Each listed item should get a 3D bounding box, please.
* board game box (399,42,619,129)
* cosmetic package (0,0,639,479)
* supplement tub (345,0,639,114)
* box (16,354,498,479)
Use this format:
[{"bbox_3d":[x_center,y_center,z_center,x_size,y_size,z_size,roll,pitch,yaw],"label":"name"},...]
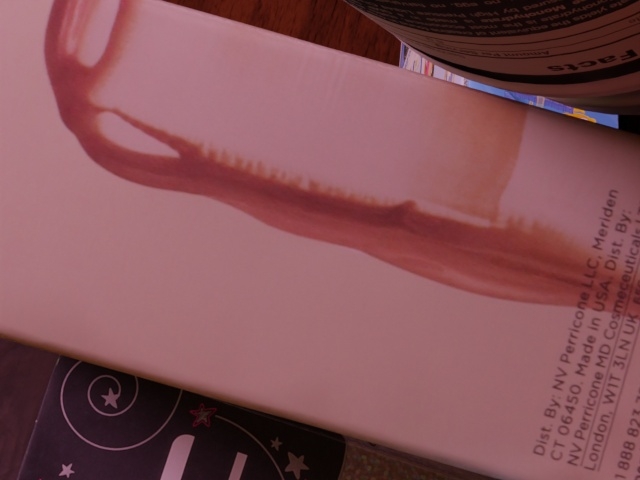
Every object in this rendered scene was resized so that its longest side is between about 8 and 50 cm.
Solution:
[{"bbox_3d":[0.107,-0.086,0.951,0.308,0.086,0.302,105,172,-65],"label":"board game box"},{"bbox_3d":[0.000,0.000,0.559,0.153,0.296,0.129,159,127,-89],"label":"cosmetic package"},{"bbox_3d":[0.054,-0.150,0.418,0.272,0.191,0.191,20,-94,-59],"label":"supplement tub"},{"bbox_3d":[-0.018,0.142,0.721,0.163,0.247,0.142,-92,20,-88],"label":"box"}]
